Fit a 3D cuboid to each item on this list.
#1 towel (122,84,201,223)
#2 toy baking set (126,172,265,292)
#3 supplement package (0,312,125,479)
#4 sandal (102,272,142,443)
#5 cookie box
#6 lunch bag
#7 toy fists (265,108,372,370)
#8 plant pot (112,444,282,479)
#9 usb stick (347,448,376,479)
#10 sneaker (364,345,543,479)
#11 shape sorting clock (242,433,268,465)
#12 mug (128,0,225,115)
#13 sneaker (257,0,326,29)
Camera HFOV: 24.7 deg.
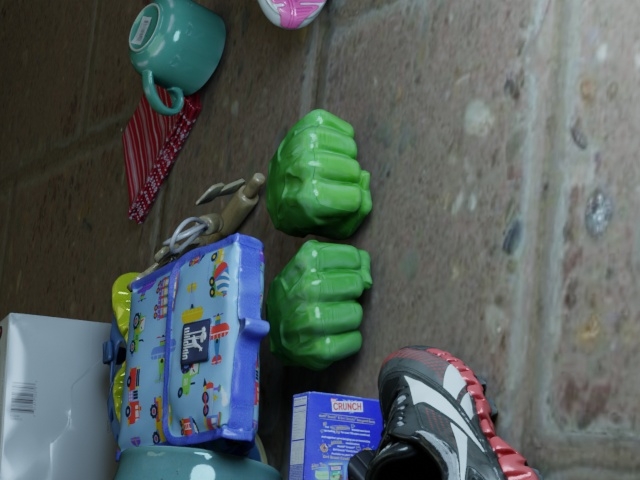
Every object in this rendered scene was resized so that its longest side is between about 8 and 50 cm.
[{"bbox_3d":[-0.250,-0.184,2.237,0.275,0.031,0.199,-57,33,41],"label":"towel"},{"bbox_3d":[-0.146,-0.009,1.815,0.030,0.197,0.256,46,135,5],"label":"toy baking set"},{"bbox_3d":[-0.396,0.259,2.188,0.145,0.204,0.262,-33,53,59],"label":"supplement package"},{"bbox_3d":[-0.238,0.193,1.991,0.317,0.126,0.138,-99,26,-50],"label":"sandal"},{"bbox_3d":[0.016,0.210,1.460,0.040,0.091,0.107,-19,64,59],"label":"cookie box"},{"bbox_3d":[-0.117,0.130,1.635,0.293,0.138,0.221,148,129,-62],"label":"lunch bag"},{"bbox_3d":[0.000,0.000,1.567,0.142,0.096,0.279,134,138,-70],"label":"toy fists"},{"bbox_3d":[-0.146,0.363,1.576,0.271,0.271,0.255,-30,49,59],"label":"plant pot"},{"bbox_3d":[0.096,0.270,1.307,0.077,0.045,0.278,65,168,-26],"label":"usb stick"},{"bbox_3d":[0.091,0.175,1.264,0.276,0.135,0.098,-119,43,-55],"label":"sneaker"},{"bbox_3d":[-0.113,0.317,1.759,0.206,0.040,0.206,-33,53,58],"label":"shape sorting clock"},{"bbox_3d":[-0.209,-0.272,2.058,0.129,0.097,0.158,-41,42,31],"label":"mug"},{"bbox_3d":[-0.050,-0.331,1.792,0.252,0.103,0.111,-97,25,-45],"label":"sneaker"}]
